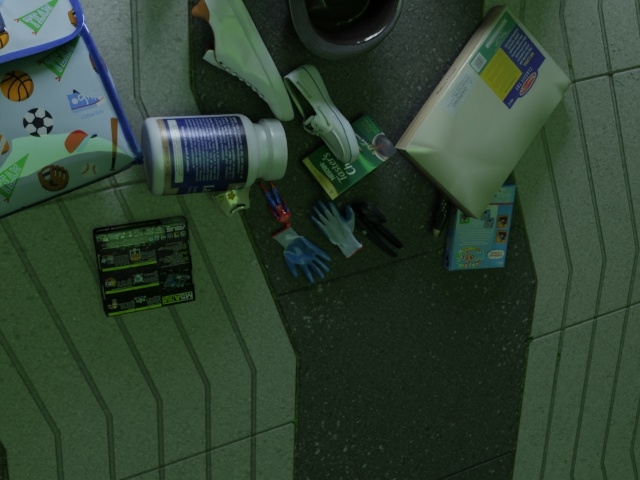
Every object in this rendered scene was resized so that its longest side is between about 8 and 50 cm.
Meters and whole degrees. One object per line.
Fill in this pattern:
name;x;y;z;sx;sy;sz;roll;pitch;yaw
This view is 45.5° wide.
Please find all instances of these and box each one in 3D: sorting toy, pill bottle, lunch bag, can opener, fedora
sorting toy;-0.184;-0.089;1.608;0.083;0.045;0.075;-28;123;-12
pill bottle;-0.209;-0.172;1.505;0.265;0.153;0.153;-6;109;-20
lunch bag;-0.525;-0.256;1.312;0.328;0.239;0.385;-23;98;-14
can opener;0.129;-0.021;1.749;0.059;0.073;0.186;-49;127;-11
fedora;0.030;-0.487;1.516;0.276;0.124;0.243;-27;117;-22

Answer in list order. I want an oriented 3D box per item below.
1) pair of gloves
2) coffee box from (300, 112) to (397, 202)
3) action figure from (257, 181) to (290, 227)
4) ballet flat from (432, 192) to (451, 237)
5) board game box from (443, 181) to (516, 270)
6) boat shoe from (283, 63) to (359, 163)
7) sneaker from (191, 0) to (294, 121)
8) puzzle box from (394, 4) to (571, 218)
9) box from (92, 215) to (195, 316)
pair of gloves;0.000;0.000;1.698;0.198;0.023;0.159;-35;114;8
coffee box;0.062;-0.179;1.654;0.184;0.040;0.113;-36;89;-8
action figure;-0.094;-0.079;1.647;0.038;0.030;0.115;-31;102;-16
ballet flat;0.285;-0.092;1.800;0.049;0.057;0.173;11;100;9
board game box;0.387;-0.035;1.860;0.160;0.039;0.211;-2;107;-21
boat shoe;-0.005;-0.251;1.582;0.076;0.083;0.226;-31;91;-29
sneaker;-0.156;-0.351;1.510;0.123;0.106;0.290;-28;110;2
puzzle box;0.378;-0.288;1.739;0.272;0.052;0.408;39;82;-27
box;-0.361;0.053;1.579;0.191;0.045;0.184;-10;113;-20
